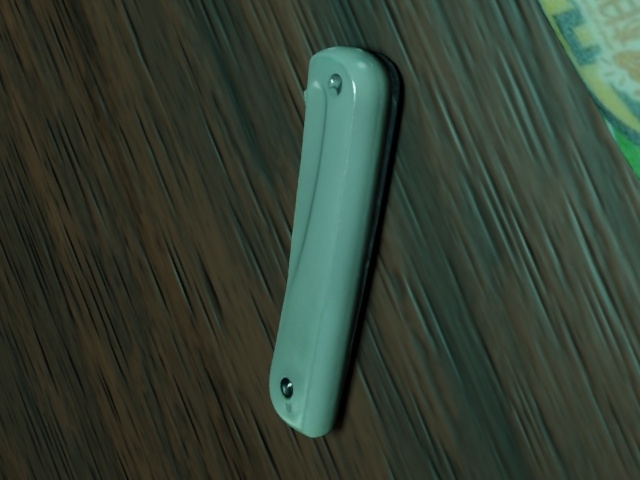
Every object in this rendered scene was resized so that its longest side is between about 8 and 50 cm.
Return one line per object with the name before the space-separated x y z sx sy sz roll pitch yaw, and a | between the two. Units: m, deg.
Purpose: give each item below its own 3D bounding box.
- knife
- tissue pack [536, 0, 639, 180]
knife | 0.002 0.002 0.781 0.073 0.041 0.265 24 114 43
tissue pack | 0.229 -0.149 0.456 0.311 0.128 0.228 -17 112 49
